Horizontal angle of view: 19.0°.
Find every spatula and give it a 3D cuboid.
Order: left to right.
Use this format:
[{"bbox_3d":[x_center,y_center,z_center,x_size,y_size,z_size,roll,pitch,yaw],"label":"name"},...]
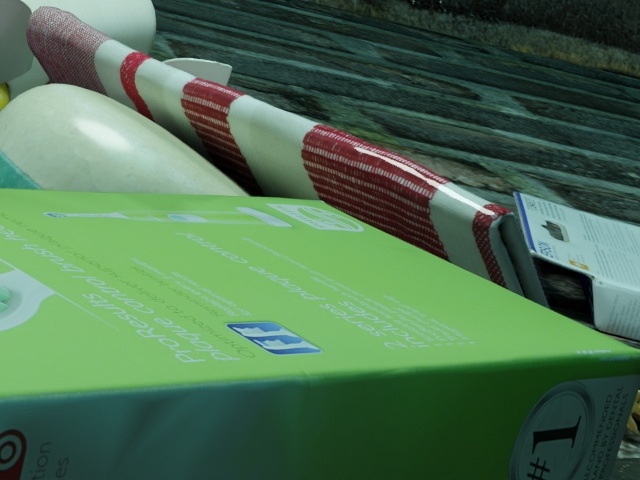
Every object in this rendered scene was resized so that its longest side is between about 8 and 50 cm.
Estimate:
[{"bbox_3d":[-0.154,-0.070,1.171,0.168,0.019,0.242,12,-27,-8],"label":"spatula"}]

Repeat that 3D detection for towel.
[{"bbox_3d":[0.000,0.000,1.022,0.329,0.037,0.237,25,-24,37],"label":"towel"}]

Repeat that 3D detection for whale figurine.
[{"bbox_3d":[-0.065,0.045,0.927,0.272,0.141,0.216,39,2,-2],"label":"whale figurine"}]

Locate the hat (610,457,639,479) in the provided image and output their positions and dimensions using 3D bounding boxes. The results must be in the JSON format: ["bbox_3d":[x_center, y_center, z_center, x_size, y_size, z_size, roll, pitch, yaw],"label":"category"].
[{"bbox_3d":[0.222,0.156,0.705,0.331,0.134,0.331,5,-3,0],"label":"hat"}]

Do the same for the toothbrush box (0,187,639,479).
[{"bbox_3d":[-0.076,0.101,0.420,0.122,0.206,0.283,26,16,39],"label":"toothbrush box"}]

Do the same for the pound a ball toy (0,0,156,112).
[{"bbox_3d":[-0.254,-0.103,1.298,0.319,0.208,0.135,-13,63,-45],"label":"pound a ball toy"}]

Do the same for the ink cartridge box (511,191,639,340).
[{"bbox_3d":[0.255,0.032,1.481,0.224,0.045,0.223,16,14,-1],"label":"ink cartridge box"}]

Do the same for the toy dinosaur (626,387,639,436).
[{"bbox_3d":[0.192,0.087,1.178,0.211,0.064,0.112,26,-4,7],"label":"toy dinosaur"}]
